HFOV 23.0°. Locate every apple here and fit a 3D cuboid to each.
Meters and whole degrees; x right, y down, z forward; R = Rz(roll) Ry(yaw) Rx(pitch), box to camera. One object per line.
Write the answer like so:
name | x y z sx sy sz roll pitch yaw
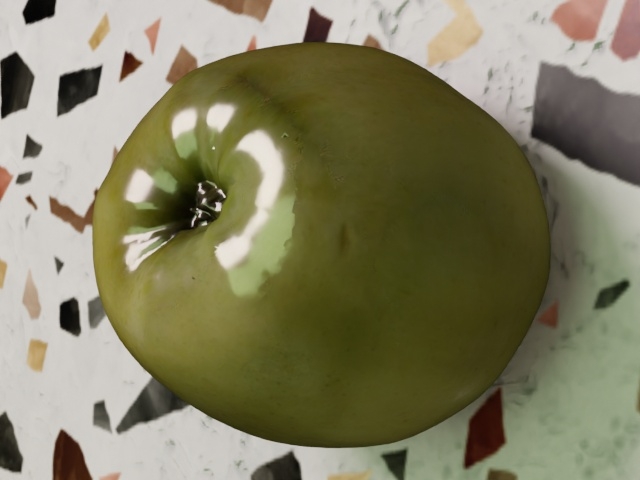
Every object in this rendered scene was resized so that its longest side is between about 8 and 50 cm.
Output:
apple | 0.000 0.000 0.940 0.262 0.262 0.262 -5 82 45
